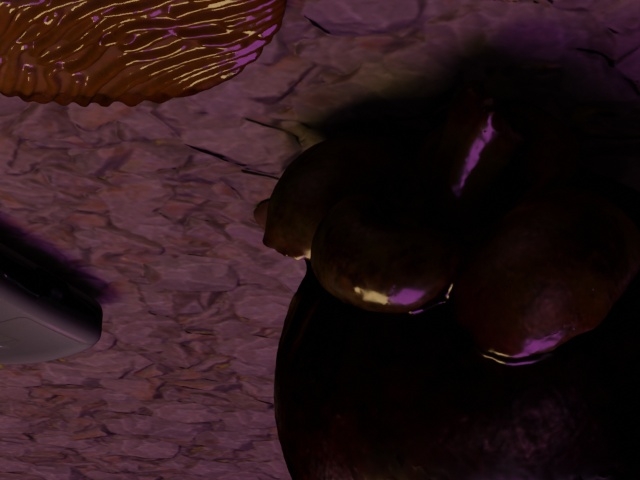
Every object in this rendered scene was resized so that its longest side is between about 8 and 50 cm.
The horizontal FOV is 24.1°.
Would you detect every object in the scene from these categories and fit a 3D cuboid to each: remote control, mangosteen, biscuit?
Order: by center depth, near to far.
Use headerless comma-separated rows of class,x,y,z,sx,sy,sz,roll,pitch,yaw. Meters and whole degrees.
biscuit,-0.119,-0.125,0.832,0.176,0.031,0.228,19,151,-35
mangosteen,0.109,0.059,0.939,0.307,0.307,0.347,-9,123,23
remote control,-0.292,0.027,1.141,0.140,0.056,0.296,-10,154,28

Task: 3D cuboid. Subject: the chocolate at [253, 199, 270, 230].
chocolate,0.000,0.000,1.088,0.064,0.031,0.101,-8,155,31
